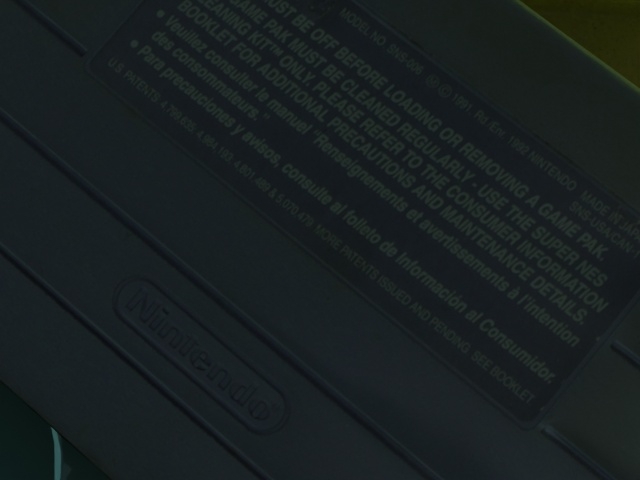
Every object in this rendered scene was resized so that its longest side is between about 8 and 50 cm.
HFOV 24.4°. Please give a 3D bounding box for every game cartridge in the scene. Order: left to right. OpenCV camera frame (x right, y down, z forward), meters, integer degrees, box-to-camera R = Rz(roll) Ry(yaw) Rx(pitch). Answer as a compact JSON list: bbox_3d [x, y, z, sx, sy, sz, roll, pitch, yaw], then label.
[{"bbox_3d":[0.000,0.000,0.541,0.355,0.068,0.230,40,80,13],"label":"game cartridge"}]

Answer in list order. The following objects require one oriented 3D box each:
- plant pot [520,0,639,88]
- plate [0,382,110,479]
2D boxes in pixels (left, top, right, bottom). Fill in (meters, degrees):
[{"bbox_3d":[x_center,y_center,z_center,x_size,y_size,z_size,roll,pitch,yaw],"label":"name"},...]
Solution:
[{"bbox_3d":[0.037,0.005,0.661,0.187,0.212,0.212,12,79,-5],"label":"plant pot"},{"bbox_3d":[-0.177,0.101,0.655,0.188,0.024,0.188,3,82,-20],"label":"plate"}]
